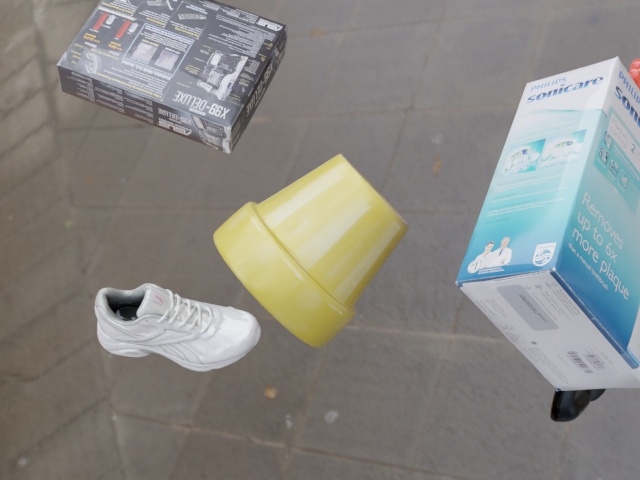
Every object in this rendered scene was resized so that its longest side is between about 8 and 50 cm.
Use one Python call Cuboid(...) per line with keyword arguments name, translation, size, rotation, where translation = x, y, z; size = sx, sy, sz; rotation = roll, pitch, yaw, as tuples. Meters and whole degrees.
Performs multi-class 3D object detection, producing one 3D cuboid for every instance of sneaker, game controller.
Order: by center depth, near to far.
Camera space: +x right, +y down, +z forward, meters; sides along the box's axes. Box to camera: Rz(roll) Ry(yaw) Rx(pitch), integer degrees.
Cuboid(name="sneaker", translation=(-0.197, 0.109, 1.320), size=(0.232, 0.115, 0.090), rotation=(2, 54, 6))
Cuboid(name="game controller", translation=(0.376, 0.093, 1.346), size=(0.067, 0.166, 0.319), rotation=(22, 115, 32))

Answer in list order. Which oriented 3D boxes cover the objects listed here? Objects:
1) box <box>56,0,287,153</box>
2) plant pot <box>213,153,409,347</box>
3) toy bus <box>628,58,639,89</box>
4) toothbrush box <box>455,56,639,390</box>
Cuboid(name="box", translation=(-0.238, -0.301, 1.637), size=(0.308, 0.076, 0.242), rotation=(20, 60, 5))
Cuboid(name="plant pot", translation=(0.000, 0.000, 1.569), size=(0.239, 0.254, 0.254), rotation=(-44, 45, 5))
Cuboid(name="toy bus", translation=(0.473, -0.212, 1.231), size=(0.150, 0.220, 0.211), rotation=(-23, 33, -31))
Cuboid(name="toothbrush box", translation=(0.293, -0.015, 1.089), size=(0.126, 0.216, 0.295), rotation=(-12, 43, 44))
